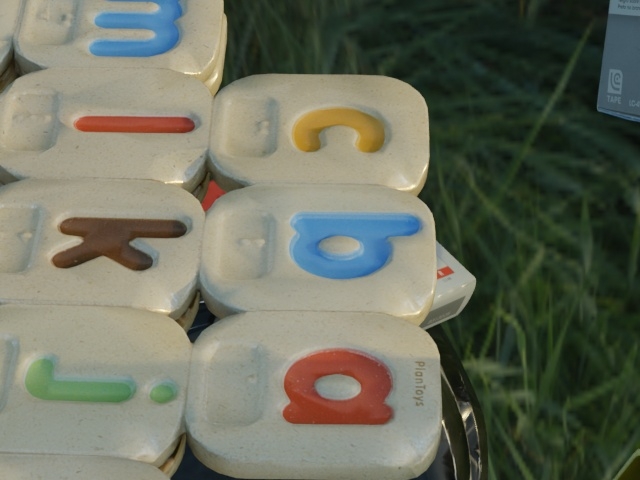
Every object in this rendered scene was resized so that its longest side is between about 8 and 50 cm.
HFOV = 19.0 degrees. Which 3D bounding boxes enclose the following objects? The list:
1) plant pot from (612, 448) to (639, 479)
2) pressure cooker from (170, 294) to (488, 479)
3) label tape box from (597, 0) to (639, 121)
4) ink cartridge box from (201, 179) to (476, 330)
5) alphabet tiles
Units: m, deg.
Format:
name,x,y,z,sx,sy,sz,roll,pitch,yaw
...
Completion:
name,x,y,z,sx,sy,sz,roll,pitch,yaw
plant pot,0.263,0.224,1.461,0.081,0.083,0.081,-52,41,8
pressure cooker,-0.062,0.159,1.699,0.370,0.420,0.375,-37,100,4
label tape box,0.402,-0.273,1.748,0.249,0.115,0.348,3,96,-27
ink cartridge box,0.000,0.000,1.324,0.145,0.045,0.179,-20,60,-43
alphabet tiles,-0.105,0.006,0.572,0.278,0.021,0.284,0,41,1
